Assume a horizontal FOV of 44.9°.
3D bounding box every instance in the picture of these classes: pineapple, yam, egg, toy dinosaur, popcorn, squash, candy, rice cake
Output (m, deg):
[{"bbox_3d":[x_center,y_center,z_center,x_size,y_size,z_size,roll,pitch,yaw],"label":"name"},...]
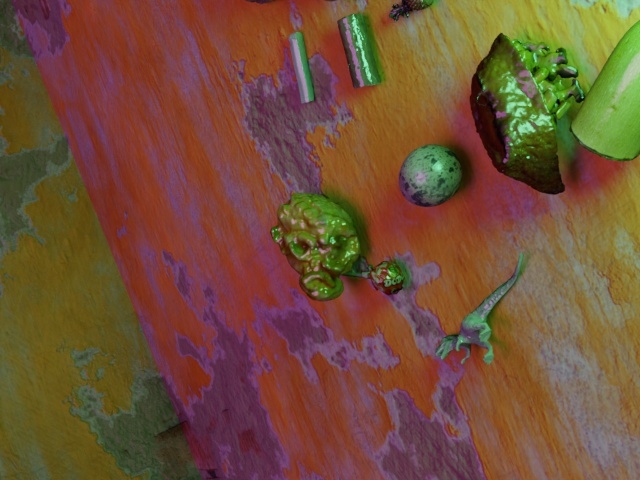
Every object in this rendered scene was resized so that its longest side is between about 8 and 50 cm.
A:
[{"bbox_3d":[0.187,-0.505,1.647,0.124,0.058,0.058,-8,100,55],"label":"pineapple"},{"bbox_3d":[0.088,-0.437,1.799,0.068,0.068,0.170,-8,99,54],"label":"yam"},{"bbox_3d":[0.236,-0.138,1.693,0.132,0.132,0.172,65,157,7],"label":"egg"},{"bbox_3d":[0.371,0.190,1.713,0.383,0.076,0.129,-52,40,43],"label":"toy dinosaur"},{"bbox_3d":[0.000,0.000,2.031,0.225,0.173,0.286,-45,65,44],"label":"popcorn"},{"bbox_3d":[0.519,-0.262,1.260,0.132,0.132,0.247,47,139,29],"label":"squash"},{"bbox_3d":[0.122,0.095,2.021,0.084,0.078,0.287,56,157,-16],"label":"candy"},{"bbox_3d":[-0.052,-0.446,2.007,0.042,0.030,0.180,2,108,47],"label":"rice cake"}]

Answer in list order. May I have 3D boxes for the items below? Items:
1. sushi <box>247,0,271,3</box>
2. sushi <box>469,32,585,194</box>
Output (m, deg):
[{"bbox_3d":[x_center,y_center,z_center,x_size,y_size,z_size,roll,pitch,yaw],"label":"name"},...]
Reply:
[{"bbox_3d":[-0.134,-0.709,1.906,0.124,0.130,0.332,52,141,24],"label":"sushi"},{"bbox_3d":[0.381,-0.241,1.443,0.167,0.179,0.297,83,174,-68],"label":"sushi"}]
